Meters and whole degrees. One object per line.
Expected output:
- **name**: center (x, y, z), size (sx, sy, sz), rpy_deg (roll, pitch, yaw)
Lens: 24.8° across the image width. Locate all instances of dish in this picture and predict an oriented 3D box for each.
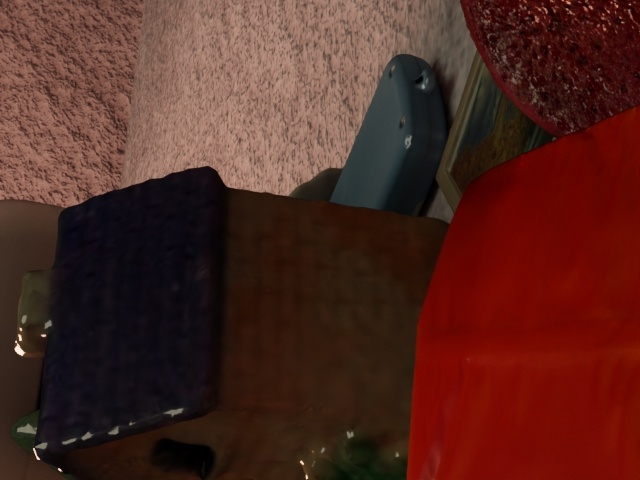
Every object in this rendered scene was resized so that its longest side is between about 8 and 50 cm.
- **dish**: center (0.000, 0.000, 1.246), size (0.039, 0.091, 0.137), rpy_deg (45, 150, 27)

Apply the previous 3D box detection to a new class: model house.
- **model house**: center (-0.080, 0.116, 1.021), size (0.312, 0.280, 0.245), rpy_deg (117, 158, -51)

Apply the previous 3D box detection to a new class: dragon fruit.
- **dragon fruit**: center (0.153, -0.123, 0.699), size (0.153, 0.111, 0.153), rpy_deg (45, 154, 30)

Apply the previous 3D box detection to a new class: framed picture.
- **framed picture**: center (0.131, -0.108, 0.890), size (0.184, 0.016, 0.250), rpy_deg (-108, 31, -60)

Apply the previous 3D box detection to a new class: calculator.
- **calculator**: center (0.049, -0.046, 1.117), size (0.121, 0.039, 0.210), rpy_deg (-99, 24, -48)

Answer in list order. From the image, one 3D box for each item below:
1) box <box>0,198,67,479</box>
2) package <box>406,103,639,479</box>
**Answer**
- **box**: center (-0.175, 0.127, 1.248), size (0.141, 0.349, 0.289), rpy_deg (-22, 58, 59)
- **package**: center (0.139, 0.051, 0.544), size (0.423, 0.123, 0.196), rpy_deg (165, 111, -76)
